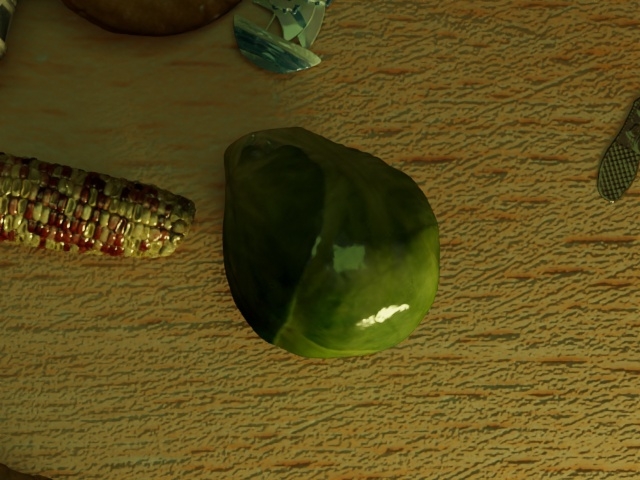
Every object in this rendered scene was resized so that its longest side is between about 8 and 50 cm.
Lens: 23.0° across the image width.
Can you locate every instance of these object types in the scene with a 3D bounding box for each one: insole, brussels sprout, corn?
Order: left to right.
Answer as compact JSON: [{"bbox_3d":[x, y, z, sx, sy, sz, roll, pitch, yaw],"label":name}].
[{"bbox_3d":[-0.281,-0.037,1.697,0.290,0.098,0.098,9,81,-8],"label":"corn"},{"bbox_3d":[0.000,0.000,1.666,0.210,0.219,0.271,-18,64,-25],"label":"brussels sprout"},{"bbox_3d":[0.357,-0.106,1.820,0.045,0.002,0.135,28,80,-2],"label":"insole"}]

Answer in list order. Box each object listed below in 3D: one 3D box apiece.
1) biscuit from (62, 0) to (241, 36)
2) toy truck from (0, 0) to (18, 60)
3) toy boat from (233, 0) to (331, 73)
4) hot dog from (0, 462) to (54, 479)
[{"bbox_3d":[-0.183,-0.380,1.717,0.318,0.040,0.318,-6,102,-27],"label":"biscuit"},{"bbox_3d":[-0.506,-0.275,1.681,0.367,0.146,0.175,6,89,-3],"label":"toy truck"},{"bbox_3d":[-0.028,-0.247,1.790,0.149,0.034,0.105,-39,85,-22],"label":"toy boat"},{"bbox_3d":[-0.336,0.415,1.584,0.367,0.196,0.365,33,82,-7],"label":"hot dog"}]
